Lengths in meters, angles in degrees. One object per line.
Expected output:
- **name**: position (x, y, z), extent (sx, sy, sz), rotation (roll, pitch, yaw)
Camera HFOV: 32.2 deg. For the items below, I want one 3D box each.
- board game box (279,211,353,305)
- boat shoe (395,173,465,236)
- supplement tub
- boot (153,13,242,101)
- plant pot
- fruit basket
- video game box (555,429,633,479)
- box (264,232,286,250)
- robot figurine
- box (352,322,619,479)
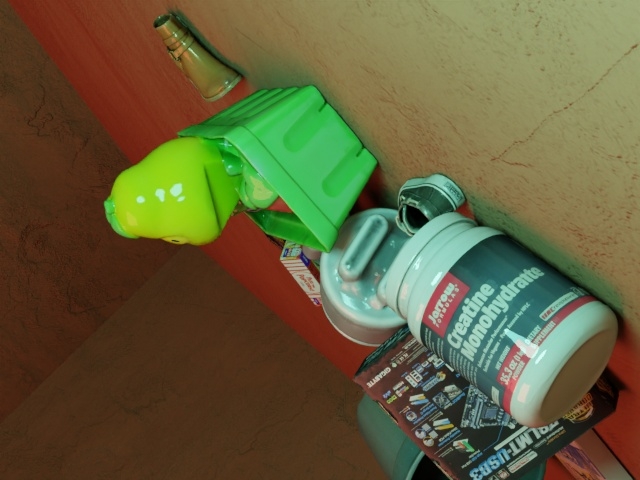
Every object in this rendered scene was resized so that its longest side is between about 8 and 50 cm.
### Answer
- **board game box**: position (0.000, 0.000, 2.040), extent (0.045, 0.194, 0.147), rotation (-5, 141, 30)
- **boat shoe**: position (0.143, -0.046, 1.622), extent (0.078, 0.070, 0.219), rotation (45, 170, -1)
- **supplement tub**: position (0.239, 0.102, 1.484), extent (0.272, 0.191, 0.191), rotation (38, 168, 31)
- **boot**: position (-0.226, -0.328, 1.964), extent (0.152, 0.073, 0.197), rotation (55, 163, -28)
- **plant pot**: position (0.257, 0.438, 2.421), extent (0.341, 0.341, 0.334), rotation (52, 175, -32)
- **fruit basket**: position (-0.144, -0.081, 1.788), extent (0.283, 0.392, 0.392), rotation (49, 169, -18)
- **video game box**: position (0.486, 0.397, 2.068), extent (0.205, 0.048, 0.187), rotation (49, 171, -20)
- **box**: position (-0.095, -0.023, 2.697), extent (0.190, 0.045, 0.184), rotation (36, 168, 40)
- **robot figurine**: position (0.097, 0.067, 1.870), extent (0.300, 0.200, 0.353), rotation (34, 168, 10)
- **box**: position (0.250, 0.224, 1.709), extent (0.293, 0.295, 0.073), rotation (44, -151, -3)
